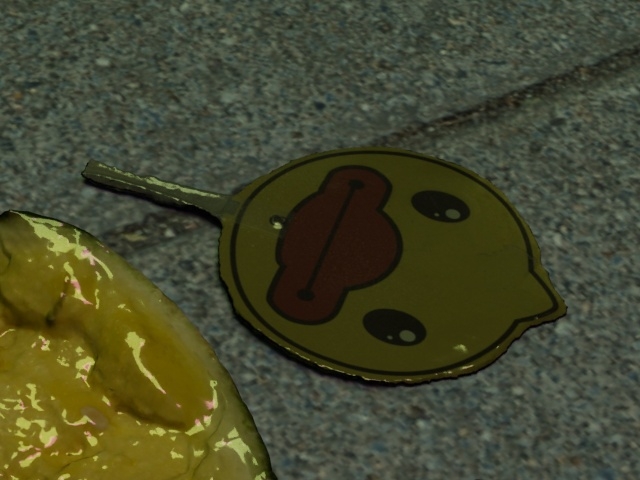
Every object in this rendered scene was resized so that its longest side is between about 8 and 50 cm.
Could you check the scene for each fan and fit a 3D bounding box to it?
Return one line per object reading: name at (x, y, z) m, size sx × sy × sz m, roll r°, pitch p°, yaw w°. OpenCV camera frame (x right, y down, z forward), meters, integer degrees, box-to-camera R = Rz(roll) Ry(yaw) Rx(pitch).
fan at (0.000, -0.001, 1.144) m, size 0.335 × 0.011 × 0.229 m, roll 15°, pitch 42°, yaw 7°

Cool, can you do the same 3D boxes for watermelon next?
watermelon at (-0.185, 0.157, 0.810) m, size 0.331 × 0.189 × 0.330 m, roll 8°, pitch 55°, yaw -11°

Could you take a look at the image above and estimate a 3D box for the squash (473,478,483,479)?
squash at (0.063, 0.195, 0.860) m, size 0.123 × 0.123 × 0.186 m, roll 12°, pitch 39°, yaw 4°
